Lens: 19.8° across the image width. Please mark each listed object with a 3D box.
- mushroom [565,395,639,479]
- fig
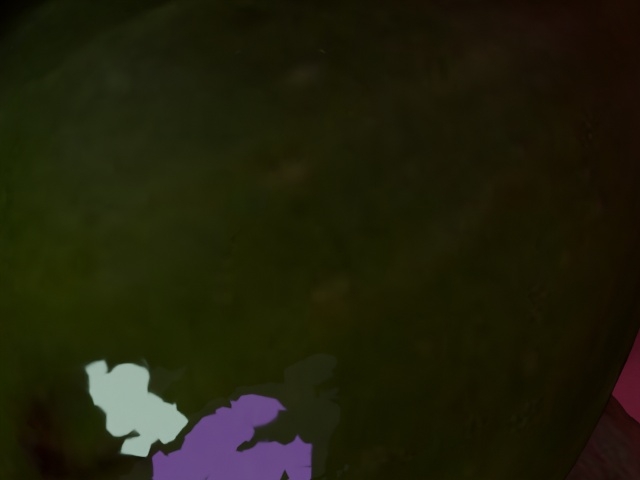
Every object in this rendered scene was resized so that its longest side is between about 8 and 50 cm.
[{"bbox_3d":[0.052,0.115,0.990,0.267,0.189,0.164,8,135,31],"label":"mushroom"},{"bbox_3d":[0.000,0.000,0.707,0.316,0.316,0.316,-2,148,-1],"label":"fig"}]
